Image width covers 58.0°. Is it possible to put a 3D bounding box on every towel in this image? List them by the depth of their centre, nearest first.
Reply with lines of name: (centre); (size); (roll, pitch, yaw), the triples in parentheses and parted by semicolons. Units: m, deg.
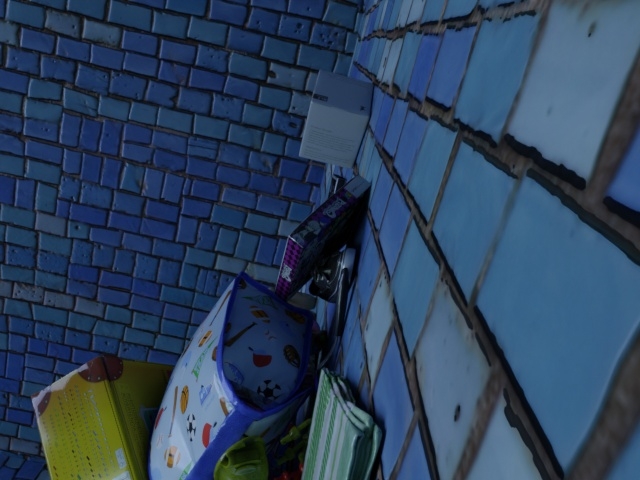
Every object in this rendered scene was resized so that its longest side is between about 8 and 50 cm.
towel: (0.013, 0.310, 0.743); (0.325, 0.038, 0.247); (168, 114, -83)

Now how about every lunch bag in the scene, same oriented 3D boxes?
lunch bag: (-0.175, 0.309, 1.122); (0.328, 0.239, 0.385); (-56, 11, 21)

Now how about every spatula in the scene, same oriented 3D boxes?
spatula: (0.018, 0.192, 1.057); (0.084, 0.030, 0.296); (-90, 13, -81)

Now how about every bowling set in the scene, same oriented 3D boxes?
bowling set: (-0.106, 0.267, 1.647); (0.287, 0.154, 0.200); (-95, 19, -78)

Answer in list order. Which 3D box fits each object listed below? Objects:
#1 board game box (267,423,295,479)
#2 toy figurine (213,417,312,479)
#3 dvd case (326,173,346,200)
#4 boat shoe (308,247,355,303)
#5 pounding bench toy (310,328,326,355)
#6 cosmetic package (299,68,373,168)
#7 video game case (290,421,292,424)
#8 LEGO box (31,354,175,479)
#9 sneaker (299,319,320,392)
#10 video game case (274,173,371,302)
board game box: (-0.139, 0.521, 1.358); (0.281, 0.145, 0.027); (-87, 13, -65)
toy figurine: (-0.070, 0.489, 0.939); (0.362, 0.191, 0.217); (104, 148, -41)
dvd case: (0.037, -0.109, 1.766); (0.238, 0.030, 0.179); (-100, 23, -81)
boat shoe: (0.016, 0.068, 1.150); (0.228, 0.076, 0.080); (114, 168, -71)
pounding bench toy: (-0.019, 0.220, 1.304); (0.083, 0.065, 0.052); (-3, -72, -62)
cosmetic package: (0.040, -0.315, 1.510); (0.183, 0.151, 0.151); (109, 173, -48)
video game case: (-0.115, 0.446, 1.633); (0.193, 0.023, 0.212); (111, 150, -63)
LEGO box: (-0.356, 0.521, 1.236); (0.500, 0.193, 0.372); (63, -171, 24)
sneaker: (-0.056, 0.305, 1.362); (0.104, 0.095, 0.236); (97, -173, -55)
video game case: (0.000, 0.000, 1.165); (0.210, 0.042, 0.232); (-43, -15, -31)
